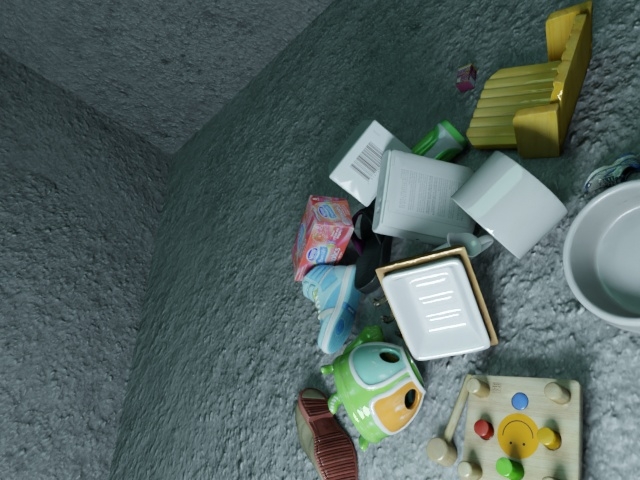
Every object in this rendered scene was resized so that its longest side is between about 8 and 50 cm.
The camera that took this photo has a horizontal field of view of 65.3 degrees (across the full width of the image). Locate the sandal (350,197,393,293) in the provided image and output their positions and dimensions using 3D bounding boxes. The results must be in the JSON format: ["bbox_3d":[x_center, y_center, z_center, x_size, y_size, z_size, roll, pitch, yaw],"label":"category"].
[{"bbox_3d":[0.164,-0.020,1.678,0.167,0.107,0.445,-43,23,34],"label":"sandal"}]

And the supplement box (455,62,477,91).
[{"bbox_3d":[0.523,-0.583,1.790,0.055,0.043,0.083,-8,57,46],"label":"supplement box"}]

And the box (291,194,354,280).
[{"bbox_3d":[0.000,0.000,1.782,0.299,0.142,0.154,111,158,-44],"label":"box"}]

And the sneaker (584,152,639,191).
[{"bbox_3d":[0.725,-0.160,1.239,0.135,0.052,0.058,-38,44,26],"label":"sneaker"}]

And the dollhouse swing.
[{"bbox_3d":[0.576,-0.452,1.444,0.305,0.315,0.346,16,77,32],"label":"dollhouse swing"}]

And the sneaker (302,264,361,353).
[{"bbox_3d":[0.010,0.220,1.691,0.208,0.127,0.318,6,58,29],"label":"sneaker"}]

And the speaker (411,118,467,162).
[{"bbox_3d":[0.348,-0.267,1.692,0.296,0.131,0.131,-43,38,20],"label":"speaker"}]

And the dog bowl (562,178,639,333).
[{"bbox_3d":[0.673,0.030,1.038,0.349,0.102,0.348,-30,53,50],"label":"dog bowl"}]

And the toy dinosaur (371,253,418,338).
[{"bbox_3d":[0.253,0.187,1.478,0.160,0.121,0.313,-50,30,33],"label":"toy dinosaur"}]

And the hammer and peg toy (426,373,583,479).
[{"bbox_3d":[0.396,0.425,1.125,0.361,0.127,0.265,-11,57,45],"label":"hammer and peg toy"}]

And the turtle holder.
[{"bbox_3d":[0.159,0.391,1.379,0.228,0.243,0.320,-32,1,10],"label":"turtle holder"}]

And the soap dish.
[{"bbox_3d":[0.302,0.158,1.288,0.229,0.290,0.118,-17,19,22],"label":"soap dish"}]

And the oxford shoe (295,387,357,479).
[{"bbox_3d":[0.011,0.614,1.480,0.348,0.123,0.130,-115,38,-48],"label":"oxford shoe"}]

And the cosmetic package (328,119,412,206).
[{"bbox_3d":[0.155,-0.284,1.743,0.230,0.161,0.453,-50,9,11],"label":"cosmetic package"}]

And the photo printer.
[{"bbox_3d":[0.319,-0.118,1.474,0.107,0.308,0.255,145,134,-73],"label":"photo printer"}]

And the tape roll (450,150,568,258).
[{"bbox_3d":[0.487,-0.092,1.302,0.169,0.246,0.246,-49,37,13],"label":"tape roll"}]

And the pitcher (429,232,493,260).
[{"bbox_3d":[0.380,0.061,1.406,0.125,0.178,0.207,64,148,31],"label":"pitcher"}]
